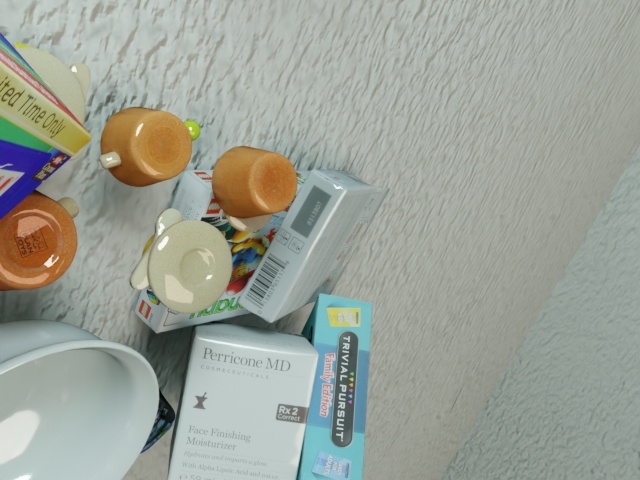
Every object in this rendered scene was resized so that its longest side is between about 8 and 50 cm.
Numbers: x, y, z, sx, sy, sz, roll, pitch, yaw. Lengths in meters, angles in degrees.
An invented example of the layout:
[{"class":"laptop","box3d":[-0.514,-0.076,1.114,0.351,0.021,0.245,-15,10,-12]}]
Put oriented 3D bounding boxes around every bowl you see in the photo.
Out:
[{"class":"bowl","box3d":[-0.317,0.181,0.701,0.298,0.134,0.298,-36,147,-27]}]

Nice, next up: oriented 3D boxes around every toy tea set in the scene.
[{"class":"toy tea set","box3d":[-0.181,-0.037,0.666,0.336,0.124,0.200,14,85,-40]}]

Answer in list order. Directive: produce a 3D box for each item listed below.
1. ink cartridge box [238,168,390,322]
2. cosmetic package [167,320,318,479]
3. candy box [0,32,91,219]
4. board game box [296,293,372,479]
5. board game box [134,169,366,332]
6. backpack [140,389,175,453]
[{"class":"ink cartridge box","box3d":[0.000,0.000,0.943,0.189,0.066,0.232,-61,170,13]},{"class":"cosmetic package","box3d":[-0.100,0.205,0.904,0.151,0.151,0.184,-167,-93,-80]},{"class":"candy box","box3d":[-0.303,-0.017,0.383,0.317,0.122,0.268,-44,180,-5]},{"class":"board game box","box3d":[-0.011,0.266,1.038,0.336,0.079,0.254,114,-15,-57]},{"class":"board game box","box3d":[-0.076,0.004,0.926,0.305,0.053,0.193,-7,128,-51]},{"class":"backpack","box3d":[-0.242,0.215,0.873,0.114,0.105,0.084,-39,148,-11]}]
